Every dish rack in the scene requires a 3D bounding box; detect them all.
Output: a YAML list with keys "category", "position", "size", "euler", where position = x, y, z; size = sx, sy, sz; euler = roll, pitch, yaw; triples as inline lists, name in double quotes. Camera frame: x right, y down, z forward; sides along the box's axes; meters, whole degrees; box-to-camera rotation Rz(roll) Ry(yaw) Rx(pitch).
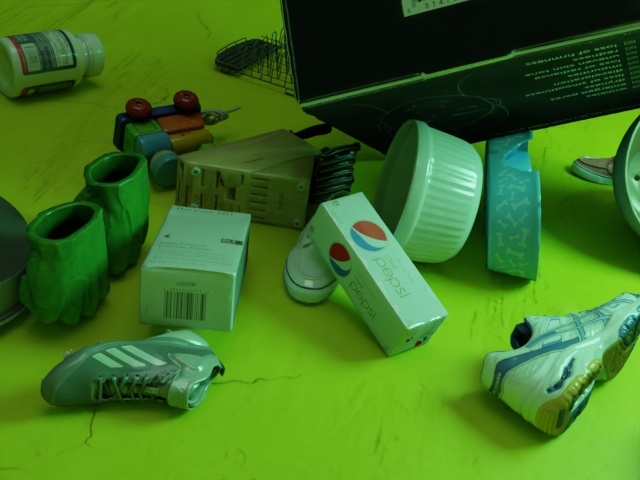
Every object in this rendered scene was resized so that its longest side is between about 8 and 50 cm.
- category: "dish rack"
  position: [-0.069, -0.373, 1.960]
  size: [0.271, 0.074, 0.208]
  euler: [21, 33, 19]

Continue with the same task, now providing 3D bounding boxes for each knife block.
- category: "knife block"
  position: [-0.076, -0.121, 1.543]
  size: [0.275, 0.088, 0.242]
  euler: [8, 31, -1]

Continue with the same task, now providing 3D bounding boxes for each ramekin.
- category: "ramekin"
  position: [0.154, -0.063, 1.408]
  size: [0.109, 0.207, 0.207]
  euler: [14, 31, -10]

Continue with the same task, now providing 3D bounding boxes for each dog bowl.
- category: "dog bowl"
  position: [0.289, -0.058, 1.474]
  size: [0.074, 0.166, 0.297]
  euler: [0, 31, 7]

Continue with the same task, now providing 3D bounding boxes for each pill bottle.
- category: "pill bottle"
  position: [-0.489, -0.324, 1.742]
  size: [0.180, 0.108, 0.108]
  euler: [-18, 41, -37]

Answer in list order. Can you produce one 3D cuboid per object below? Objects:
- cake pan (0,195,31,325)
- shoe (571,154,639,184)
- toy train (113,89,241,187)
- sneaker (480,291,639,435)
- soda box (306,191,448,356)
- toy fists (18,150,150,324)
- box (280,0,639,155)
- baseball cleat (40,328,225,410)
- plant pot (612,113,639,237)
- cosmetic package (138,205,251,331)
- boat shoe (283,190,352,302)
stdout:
- category: "cake pan"
  position: [-0.488, 0.003, 1.186]
  size: [0.293, 0.054, 0.293]
  euler: [17, 31, -11]
- category: "shoe"
  position: [0.550, -0.142, 1.740]
  size: [0.177, 0.081, 0.063]
  euler: [14, 32, 8]
- category: "toy train"
  position: [-0.199, -0.167, 1.582]
  size: [0.248, 0.105, 0.143]
  euler: [-15, 50, -34]
- category: "sneaker"
  position: [0.317, 0.124, 1.228]
  size: [0.131, 0.112, 0.296]
  euler: [29, 36, 30]
- category: "soda box"
  position: [0.071, 0.041, 1.272]
  size: [0.073, 0.069, 0.216]
  euler: [-16, 60, -33]
- category: "toy fists"
  position: [-0.298, -0.001, 1.244]
  size: [0.096, 0.142, 0.279]
  euler: [7, 31, 10]
- category: "box"
  position: [0.245, -0.333, 1.444]
  size: [0.479, 0.298, 0.471]
  euler: [-10, -9, 19]
- category: "baseball cleat"
  position: [-0.203, 0.154, 1.084]
  size: [0.205, 0.072, 0.109]
  euler: [-17, 40, -34]
- category: "plant pot"
  position: [0.590, -0.100, 1.551]
  size: [0.284, 0.284, 0.191]
  euler: [6, -1, -4]
- category: "cosmetic package"
  position: [-0.156, 0.030, 1.242]
  size: [0.117, 0.086, 0.231]
  euler: [6, 21, -3]
- category: "boat shoe"
  position: [0.000, 0.000, 1.377]
  size: [0.083, 0.076, 0.226]
  euler: [11, 32, 4]
